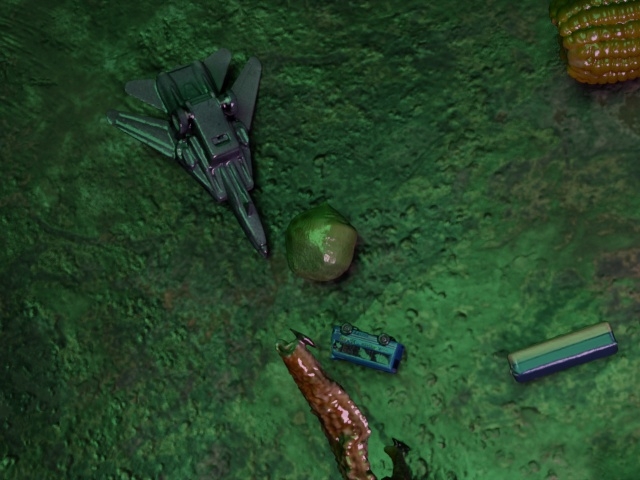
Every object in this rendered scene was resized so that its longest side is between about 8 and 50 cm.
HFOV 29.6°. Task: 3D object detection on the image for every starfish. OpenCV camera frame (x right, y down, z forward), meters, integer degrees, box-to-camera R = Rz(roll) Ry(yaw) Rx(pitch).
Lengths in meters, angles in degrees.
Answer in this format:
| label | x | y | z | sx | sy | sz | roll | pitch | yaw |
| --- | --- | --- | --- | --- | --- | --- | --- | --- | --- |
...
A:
| label | x | y | z | sx | sy | sz | roll | pitch | yaw |
| --- | --- | --- | --- | --- | --- | --- | --- | --- | --- |
| starfish | 0.126 | 0.277 | 1.173 | 0.398 | 0.384 | 0.132 | 37 | 86 | 19 |

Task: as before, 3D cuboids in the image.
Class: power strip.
| label | x | y | z | sx | sy | sz | roll | pitch | yaw |
| --- | --- | --- | --- | --- | --- | --- | --- | --- | --- |
| power strip | 0.268 | 0.125 | 1.347 | 0.123 | 0.056 | 0.032 | -19 | 71 | 10 |

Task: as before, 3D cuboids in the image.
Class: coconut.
| label | x | y | z | sx | sy | sz | roll | pitch | yaw |
| --- | --- | --- | --- | --- | --- | --- | --- | --- | --- |
| coconut | 0.000 | 0.000 | 1.436 | 0.088 | 0.088 | 0.096 | 2 | 82 | 15 |

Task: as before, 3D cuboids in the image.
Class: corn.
| label | x | y | z | sx | sy | sz | roll | pitch | yaw |
| --- | --- | --- | --- | --- | --- | --- | --- | --- | --- |
| corn | 0.436 | -0.267 | 1.365 | 0.344 | 0.131 | 0.131 | -14 | 73 | 11 |

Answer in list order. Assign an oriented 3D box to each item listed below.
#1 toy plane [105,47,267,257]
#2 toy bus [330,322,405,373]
| label | x | y | z | sx | sy | sz | roll | pitch | yaw |
| --- | --- | --- | --- | --- | --- | --- | --- | --- | --- |
| toy plane | -0.124 | -0.103 | 1.489 | 0.212 | 0.088 | 0.267 | -22 | 72 | -17 |
| toy bus | 0.053 | 0.126 | 1.413 | 0.083 | 0.038 | 0.046 | 14 | 83 | 18 |
